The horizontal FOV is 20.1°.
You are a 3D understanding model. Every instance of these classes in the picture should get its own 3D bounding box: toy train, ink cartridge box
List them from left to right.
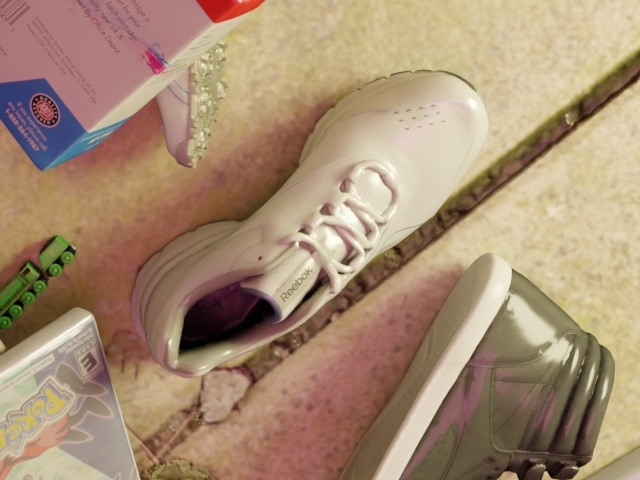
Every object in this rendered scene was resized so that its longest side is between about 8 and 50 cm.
[{"bbox_3d":[-0.207,0.030,1.283,0.023,0.017,0.083,44,100,-9],"label":"toy train"},{"bbox_3d":[-0.123,-0.167,1.138,0.231,0.078,0.134,-37,89,23],"label":"ink cartridge box"}]

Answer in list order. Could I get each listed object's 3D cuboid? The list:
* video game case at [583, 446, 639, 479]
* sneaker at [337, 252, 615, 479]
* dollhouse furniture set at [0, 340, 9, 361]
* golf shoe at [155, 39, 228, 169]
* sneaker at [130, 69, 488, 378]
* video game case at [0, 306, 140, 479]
[{"bbox_3d":[0.335,0.272,1.427,0.329,0.036,0.300,-32,111,5],"label":"video game case"},{"bbox_3d":[0.109,0.168,1.323,0.147,0.104,0.296,29,100,-11],"label":"sneaker"},{"bbox_3d":[-0.308,0.099,1.178,0.201,0.152,0.374,-41,114,-30],"label":"dollhouse furniture set"},{"bbox_3d":[-0.109,-0.137,1.219,0.086,0.069,0.176,2,105,10],"label":"golf shoe"},{"bbox_3d":[0.000,0.000,1.238,0.297,0.129,0.111,-41,108,7],"label":"sneaker"},{"bbox_3d":[-0.211,0.170,1.211,0.201,0.023,0.183,-35,128,-34],"label":"video game case"}]
